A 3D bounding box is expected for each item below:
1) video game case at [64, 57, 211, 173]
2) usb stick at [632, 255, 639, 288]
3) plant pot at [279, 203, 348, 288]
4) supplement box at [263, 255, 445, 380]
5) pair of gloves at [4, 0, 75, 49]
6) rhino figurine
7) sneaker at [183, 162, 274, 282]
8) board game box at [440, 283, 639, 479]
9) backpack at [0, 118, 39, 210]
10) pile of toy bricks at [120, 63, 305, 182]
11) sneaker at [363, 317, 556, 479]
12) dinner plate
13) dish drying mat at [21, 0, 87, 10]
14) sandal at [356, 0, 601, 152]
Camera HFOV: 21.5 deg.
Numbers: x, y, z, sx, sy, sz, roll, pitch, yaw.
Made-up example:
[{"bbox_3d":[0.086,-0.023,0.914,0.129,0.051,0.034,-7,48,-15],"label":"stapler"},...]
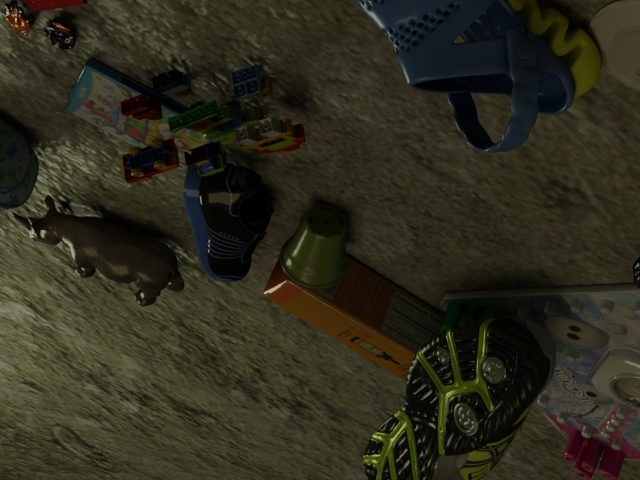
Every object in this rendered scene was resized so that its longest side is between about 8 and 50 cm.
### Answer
[{"bbox_3d":[-0.209,-0.142,1.957,0.166,0.015,0.119,28,152,-8],"label":"video game case"},{"bbox_3d":[0.392,-0.010,1.701,0.077,0.045,0.278,24,152,0],"label":"usb stick"},{"bbox_3d":[0.000,0.000,1.994,0.083,0.083,0.079,22,139,3],"label":"plant pot"},{"bbox_3d":[0.051,0.087,2.098,0.233,0.080,0.078,34,152,-15],"label":"supplement box"},{"bbox_3d":[-0.309,-0.237,1.864,0.083,0.010,0.074,21,163,1],"label":"pair of gloves"},{"bbox_3d":[-0.294,0.008,2.226,0.243,0.073,0.106,23,156,3],"label":"rhino figurine"},{"bbox_3d":[-0.099,-0.014,2.028,0.090,0.081,0.232,9,153,14],"label":"sneaker"},{"bbox_3d":[0.389,0.184,2.041,0.390,0.050,0.390,-4,142,41],"label":"board game box"},{"bbox_3d":[-0.406,-0.093,2.098,0.084,0.105,0.114,-8,144,47],"label":"backpack"},{"bbox_3d":[-0.111,-0.126,1.845,0.212,0.118,0.105,-16,164,28],"label":"pile of toy bricks"},{"bbox_3d":[0.184,0.200,2.058,0.145,0.147,0.385,61,144,19],"label":"sneaker"},{"bbox_3d":[0.307,-0.167,1.522,0.141,0.017,0.141,19,153,10],"label":"dinner plate"},{"bbox_3d":[-0.289,-0.261,1.816,0.083,0.008,0.032,-2,144,38],"label":"dish drying mat"},{"bbox_3d":[0.110,-0.191,1.500,0.317,0.138,0.126,35,154,-16],"label":"sandal"}]
